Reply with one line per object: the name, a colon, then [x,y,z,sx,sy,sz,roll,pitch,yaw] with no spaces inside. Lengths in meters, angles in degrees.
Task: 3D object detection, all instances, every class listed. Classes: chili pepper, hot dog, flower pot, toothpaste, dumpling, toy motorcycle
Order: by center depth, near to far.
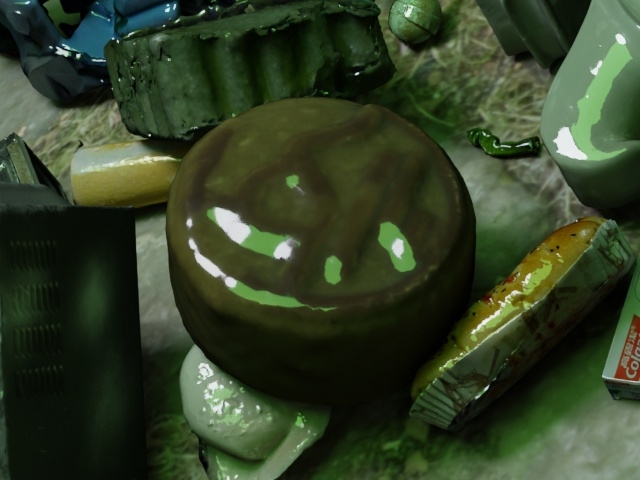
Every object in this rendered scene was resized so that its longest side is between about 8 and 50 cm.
hot dog: [0.175,0.073,1.375,0.253,0.131,0.069,-43,72,-4]
toothpaste: [0.300,0.050,1.380,0.047,0.040,0.196,6,59,31]
dumpling: [-0.054,0.141,1.444,0.150,0.092,0.176,4,49,19]
flower pot: [0.296,-0.217,1.502,0.254,0.164,0.367,-29,48,11]
chili pepper: [0.179,-0.097,1.563,0.083,0.022,0.027,13,95,32]
toy motorcycle: [-0.283,-0.287,1.786,0.416,0.232,0.172,9,57,30]

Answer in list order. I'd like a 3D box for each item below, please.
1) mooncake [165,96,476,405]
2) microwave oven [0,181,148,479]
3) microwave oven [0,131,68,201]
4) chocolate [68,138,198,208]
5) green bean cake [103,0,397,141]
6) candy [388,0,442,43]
mooncake: [0.000,0.000,1.405,0.285,0.155,0.284,0,51,0]
microwave oven: [-0.405,0.120,1.444,0.432,0.236,0.374,-4,88,23]
microwave oven: [-0.336,0.009,1.657,0.163,0.129,0.205,-31,47,0]
chocolate: [-0.158,-0.076,1.676,0.219,0.085,0.085,-7,53,17]
green bean cake: [-0.075,-0.178,1.575,0.241,0.132,0.255,-16,12,-21]
candy: [0.131,-0.306,1.680,0.061,0.061,0.202,28,96,38]
